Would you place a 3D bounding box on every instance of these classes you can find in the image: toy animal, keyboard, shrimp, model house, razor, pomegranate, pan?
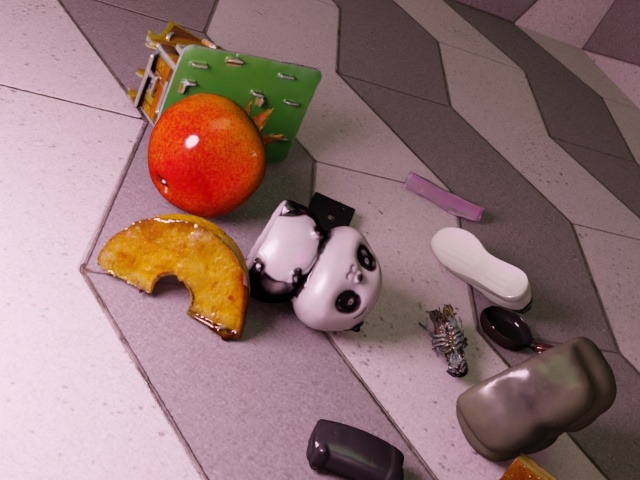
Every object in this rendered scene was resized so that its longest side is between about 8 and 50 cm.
[{"bbox_3d":[-0.007,0.052,1.548,0.235,0.165,0.187,28,71,-3],"label":"toy animal"},{"bbox_3d":[0.000,0.000,1.771,0.106,0.027,0.317,26,31,0],"label":"keyboard"},{"bbox_3d":[0.233,0.193,1.670,0.082,0.076,0.174,-15,42,6],"label":"shrimp"},{"bbox_3d":[-0.220,-0.348,1.898,0.357,0.243,0.313,1,38,-36],"label":"model house"},{"bbox_3d":[0.052,0.317,1.328,0.148,0.054,0.090,26,27,-8],"label":"razor"},{"bbox_3d":[-0.190,-0.163,1.646,0.256,0.221,0.221,-27,57,-19],"label":"pomegranate"},{"bbox_3d":[0.416,0.200,1.811,0.212,0.040,0.115,29,29,12],"label":"pan"}]

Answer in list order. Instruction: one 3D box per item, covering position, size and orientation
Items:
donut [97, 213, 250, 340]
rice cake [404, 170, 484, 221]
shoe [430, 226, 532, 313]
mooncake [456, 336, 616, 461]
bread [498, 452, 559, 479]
[{"bbox_3d":[-0.204,0.032,1.433,0.259,0.152,0.101,31,24,-2],"label":"donut"},{"bbox_3d":[0.294,-0.103,2.146,0.206,0.047,0.036,28,25,-5],"label":"rice cake"},{"bbox_3d":[0.343,0.070,1.914,0.265,0.095,0.110,39,-8,44],"label":"shoe"},{"bbox_3d":[0.351,0.262,1.465,0.274,0.275,0.135,-5,61,-44],"label":"mooncake"},{"bbox_3d":[0.321,0.393,1.405,0.090,0.094,0.035,37,31,16],"label":"bread"}]
